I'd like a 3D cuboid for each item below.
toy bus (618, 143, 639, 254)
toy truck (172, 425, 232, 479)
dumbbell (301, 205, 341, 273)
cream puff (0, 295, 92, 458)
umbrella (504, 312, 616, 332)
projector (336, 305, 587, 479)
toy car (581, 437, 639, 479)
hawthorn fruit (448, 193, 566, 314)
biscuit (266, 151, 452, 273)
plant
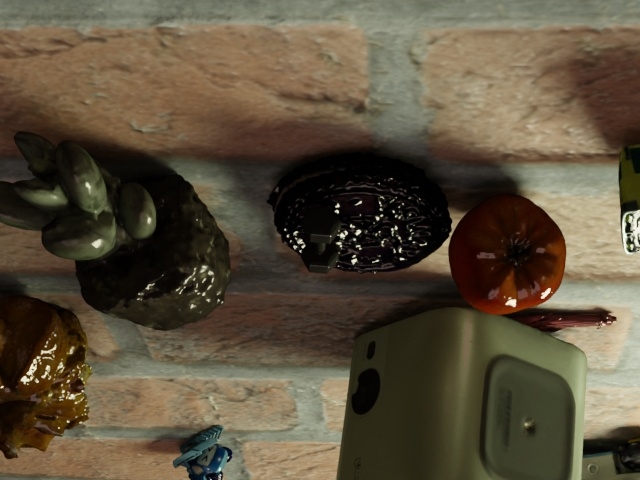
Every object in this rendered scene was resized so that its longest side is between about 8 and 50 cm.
[{"bbox_3d":[0.366,-0.050,1.112,0.175,0.101,0.088,-9,147,11],"label":"toy bus"},{"bbox_3d":[-0.173,0.342,1.875,0.074,0.063,0.136,39,135,-16],"label":"toy truck"},{"bbox_3d":[0.000,0.000,1.193,0.040,0.036,0.083,4,148,1],"label":"dumbbell"},{"bbox_3d":[-0.397,0.173,1.529,0.241,0.155,0.269,-15,138,19],"label":"cream puff"},{"bbox_3d":[0.280,0.101,1.453,0.165,0.025,0.027,-3,132,7],"label":"umbrella"},{"bbox_3d":[0.174,0.249,1.466,0.248,0.249,0.248,22,153,-28],"label":"projector"},{"bbox_3d":[0.436,0.413,1.818,0.314,0.198,0.166,-14,164,26],"label":"toy car"},{"bbox_3d":[0.187,0.012,1.229,0.125,0.140,0.125,-11,118,-22],"label":"hawthorn fruit"},{"bbox_3d":[0.042,-0.025,1.235,0.194,0.053,0.194,3,148,2],"label":"biscuit"},{"bbox_3d":[-0.207,-0.017,1.191,0.146,0.149,0.274,-32,140,18],"label":"plant"}]
